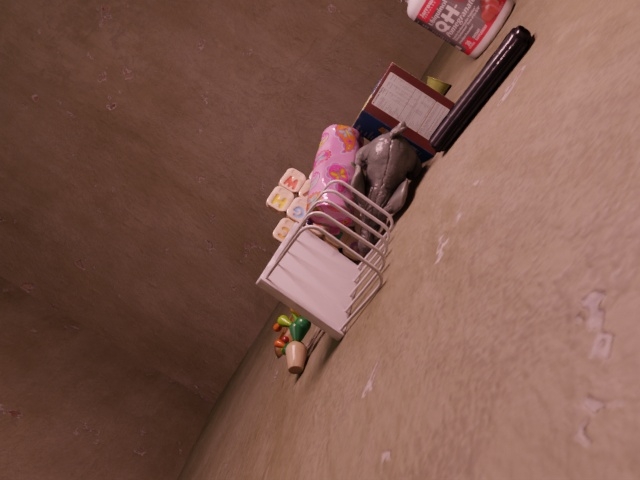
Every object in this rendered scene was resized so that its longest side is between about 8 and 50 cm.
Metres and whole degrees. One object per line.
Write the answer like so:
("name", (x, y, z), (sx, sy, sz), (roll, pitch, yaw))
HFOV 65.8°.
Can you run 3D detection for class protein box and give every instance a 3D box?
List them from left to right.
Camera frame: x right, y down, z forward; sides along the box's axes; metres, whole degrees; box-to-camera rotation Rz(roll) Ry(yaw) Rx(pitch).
("protein box", (0.206, -0.303, 1.240), (0.136, 0.201, 0.200), (-58, 3, -2))

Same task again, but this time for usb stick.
("usb stick", (0.311, -0.294, 0.988), (0.278, 0.045, 0.077), (-56, -3, 38))

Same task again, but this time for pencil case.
("pencil case", (0.040, -0.160, 1.259), (0.124, 0.124, 0.284), (127, 156, -55))

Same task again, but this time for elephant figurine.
("elephant figurine", (0.142, -0.113, 1.145), (0.169, 0.186, 0.239), (-3, 59, 44))

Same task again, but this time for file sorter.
("file sorter", (0.029, 0.021, 1.011), (0.173, 0.193, 0.277), (-53, 5, 27))

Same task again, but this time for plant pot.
("plant pot", (-0.097, 0.292, 1.703), (0.236, 0.032, 0.236), (-58, 4, 7))
("plant pot", (0.375, -0.487, 1.629), (0.083, 0.083, 0.079), (-67, -2, -71))

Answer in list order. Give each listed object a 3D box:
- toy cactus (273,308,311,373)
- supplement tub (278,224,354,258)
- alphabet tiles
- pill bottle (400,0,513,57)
("toy cactus", (-0.049, 0.235, 1.177), (0.219, 0.112, 0.180), (-53, 25, 36))
("supplement tub", (0.000, 0.000, 1.452), (0.207, 0.207, 0.338), (-60, 5, -34))
("alphabet tiles", (0.009, -0.070, 1.276), (0.278, 0.284, 0.021), (-59, 2, -32))
("pill bottle", (0.358, -0.672, 1.393), (0.176, 0.318, 0.176), (-59, 3, 5))
